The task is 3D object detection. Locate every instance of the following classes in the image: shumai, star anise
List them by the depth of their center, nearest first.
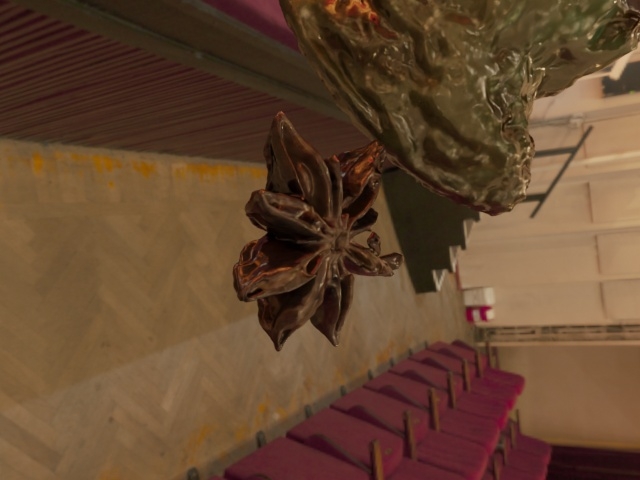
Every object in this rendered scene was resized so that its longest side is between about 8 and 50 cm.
[{"bbox_3d":[0.000,0.000,0.522,0.209,0.089,0.231,-54,141,-19],"label":"star anise"},{"bbox_3d":[0.173,-0.248,0.641,0.397,0.323,0.324,45,26,-7],"label":"shumai"}]
